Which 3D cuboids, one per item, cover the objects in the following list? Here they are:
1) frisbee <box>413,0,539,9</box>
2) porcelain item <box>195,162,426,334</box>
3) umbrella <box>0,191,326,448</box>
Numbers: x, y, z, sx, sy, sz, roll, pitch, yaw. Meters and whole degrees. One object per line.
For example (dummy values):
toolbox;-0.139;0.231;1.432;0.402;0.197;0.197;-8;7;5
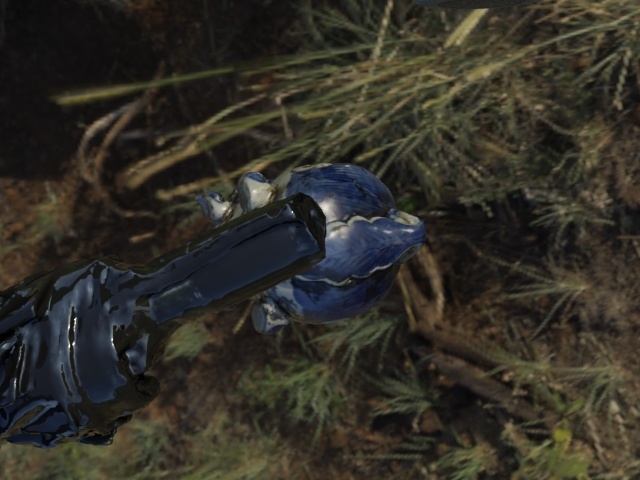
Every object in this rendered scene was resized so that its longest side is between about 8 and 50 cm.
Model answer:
frisbee;0.123;-0.189;0.790;0.110;0.110;0.014;4;97;46
porcelain item;0.000;0.000;0.946;0.288;0.186;0.138;180;82;-71
umbrella;-0.147;0.061;0.513;0.340;0.118;0.118;-27;81;17
